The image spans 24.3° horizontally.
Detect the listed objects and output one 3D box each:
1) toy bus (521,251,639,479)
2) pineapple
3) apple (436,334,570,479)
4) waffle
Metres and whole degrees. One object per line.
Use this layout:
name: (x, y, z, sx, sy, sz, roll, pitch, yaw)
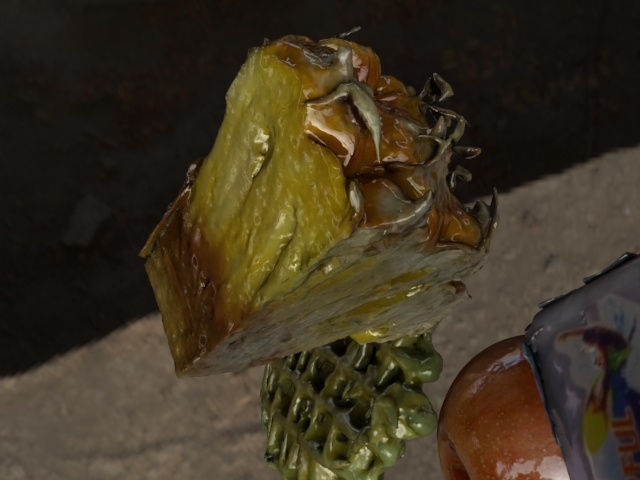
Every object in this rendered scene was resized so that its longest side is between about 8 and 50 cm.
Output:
toy bus: (0.179, 0.157, 0.601, 0.112, 0.138, 0.317, -37, 50, 33)
pineapple: (0.000, 0.000, 0.760, 0.186, 0.236, 0.114, -20, 61, 0)
apple: (0.189, 0.185, 1.320, 0.162, 0.201, 0.201, -23, 59, -3)
waffle: (0.023, 0.124, 1.571, 0.073, 0.317, 0.297, 12, 60, -30)
